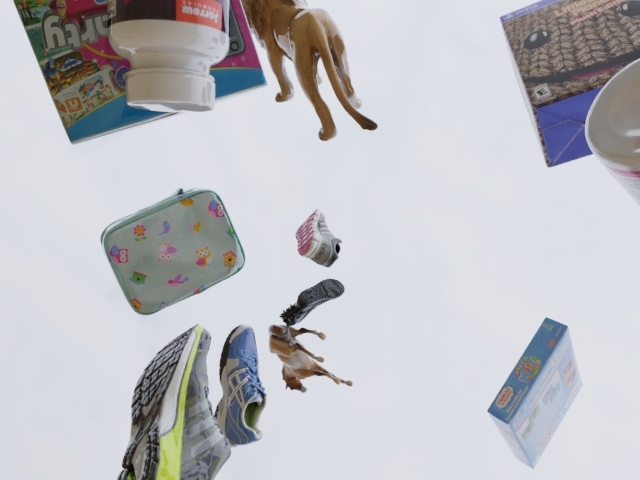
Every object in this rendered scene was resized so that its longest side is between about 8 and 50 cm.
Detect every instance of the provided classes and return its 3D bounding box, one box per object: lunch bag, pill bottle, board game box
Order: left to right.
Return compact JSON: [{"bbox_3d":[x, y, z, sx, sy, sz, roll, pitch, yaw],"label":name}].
[{"bbox_3d":[-0.213,-0.279,0.647,0.097,0.224,0.303,18,-52,69],"label":"board game box"},{"bbox_3d":[-0.135,-0.218,0.543,0.108,0.108,0.193,3,-84,25],"label":"pill bottle"},{"bbox_3d":[-0.314,0.013,1.302,0.108,0.279,0.224,3,-63,67],"label":"lunch bag"},{"bbox_3d":[0.320,0.229,0.881,0.039,0.160,0.211,25,-20,41],"label":"board game box"},{"bbox_3d":[0.462,-0.301,1.037,0.232,0.291,0.141,-17,-45,19],"label":"board game box"},{"bbox_3d":[0.466,-0.090,0.741,0.283,0.160,0.160,32,-54,-33],"label":"pill bottle"}]

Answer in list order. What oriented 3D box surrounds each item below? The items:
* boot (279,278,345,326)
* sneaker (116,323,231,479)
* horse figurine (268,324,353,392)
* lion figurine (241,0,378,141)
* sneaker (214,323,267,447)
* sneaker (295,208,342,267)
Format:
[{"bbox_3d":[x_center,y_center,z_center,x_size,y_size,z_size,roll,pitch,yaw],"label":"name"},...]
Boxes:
[{"bbox_3d":[-0.018,0.127,1.216,0.045,0.121,0.099,57,-41,19],"label":"boot"},{"bbox_3d":[-0.181,0.246,0.798,0.111,0.300,0.121,-33,-54,31],"label":"sneaker"},{"bbox_3d":[-0.044,0.242,1.262,0.175,0.066,0.263,8,-38,35],"label":"horse figurine"},{"bbox_3d":[-0.034,-0.331,0.992,0.392,0.142,0.240,39,-28,50],"label":"lion figurine"},{"bbox_3d":[-0.127,0.251,1.047,0.081,0.080,0.211,-9,-109,32],"label":"sneaker"},{"bbox_3d":[0.000,0.000,1.103,0.075,0.170,0.063,37,-73,-15],"label":"sneaker"}]
